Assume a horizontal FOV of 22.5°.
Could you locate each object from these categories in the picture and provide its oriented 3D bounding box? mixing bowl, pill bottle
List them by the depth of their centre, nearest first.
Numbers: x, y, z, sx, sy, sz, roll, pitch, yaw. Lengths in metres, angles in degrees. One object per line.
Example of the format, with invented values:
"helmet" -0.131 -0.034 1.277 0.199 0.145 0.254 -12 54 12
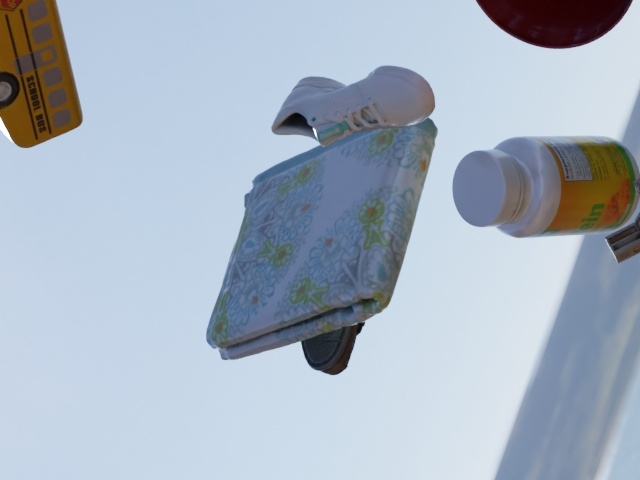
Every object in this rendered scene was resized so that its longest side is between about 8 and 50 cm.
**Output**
"mixing bowl" 0.244 -0.293 1.608 0.098 0.181 0.181 -44 -29 -52
"pill bottle" 0.300 -0.072 2.156 0.245 0.136 0.136 -3 -62 -38

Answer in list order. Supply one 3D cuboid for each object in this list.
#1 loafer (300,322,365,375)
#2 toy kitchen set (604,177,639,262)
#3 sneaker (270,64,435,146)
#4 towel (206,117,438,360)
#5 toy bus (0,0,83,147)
"loafer" 0.035 0.081 2.458 0.095 0.109 0.303 37 -141 -37
"toy kitchen set" 0.367 -0.013 1.855 0.083 0.075 0.068 56 -170 -46
"sneaker" 0.035 -0.143 1.847 0.094 0.212 0.080 -47 -58 -37
"towel" 0.000 0.000 2.332 0.374 0.090 0.321 -22 44 44
"toy bus" -0.407 -0.281 2.066 0.130 0.108 0.333 -25 -47 -20
